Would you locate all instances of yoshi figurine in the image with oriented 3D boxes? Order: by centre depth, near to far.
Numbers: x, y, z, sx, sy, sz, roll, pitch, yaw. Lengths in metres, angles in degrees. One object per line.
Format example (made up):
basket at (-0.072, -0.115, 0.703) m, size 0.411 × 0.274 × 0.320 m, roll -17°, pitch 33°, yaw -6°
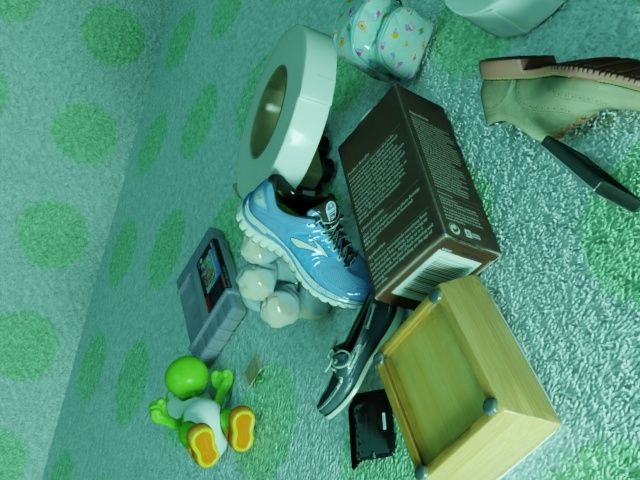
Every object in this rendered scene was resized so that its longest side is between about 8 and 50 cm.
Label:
yoshi figurine at (-0.298, 0.386, 1.774) m, size 0.203 × 0.203 × 0.362 m, roll -58°, pitch 28°, yaw -9°

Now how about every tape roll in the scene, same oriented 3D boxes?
tape roll at (0.347, -0.512, 1.311) m, size 0.286 × 0.100 × 0.286 m, roll -32°, pitch 49°, yaw 45°
tape roll at (-0.080, -0.261, 1.565) m, size 0.392 × 0.072 × 0.392 m, roll -164°, pitch 90°, yaw -70°

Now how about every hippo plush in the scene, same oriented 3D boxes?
hippo plush at (-0.111, 0.044, 1.600) m, size 0.237 × 0.234 × 0.294 m, roll -8°, pitch 68°, yaw 55°

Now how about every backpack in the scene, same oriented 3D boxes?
backpack at (0.126, -0.422, 1.521) m, size 0.144 × 0.188 × 0.165 m, roll 33°, pitch 102°, yaw 58°

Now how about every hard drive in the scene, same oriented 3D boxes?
hard drive at (0.380, -0.095, 1.042) m, size 0.022 × 0.094 × 0.135 m, roll -57°, pitch 34°, yaw 21°

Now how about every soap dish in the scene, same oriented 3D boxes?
soap dish at (0.205, 0.222, 1.126) m, size 0.229 × 0.118 × 0.291 m, roll -52°, pitch 37°, yaw 28°

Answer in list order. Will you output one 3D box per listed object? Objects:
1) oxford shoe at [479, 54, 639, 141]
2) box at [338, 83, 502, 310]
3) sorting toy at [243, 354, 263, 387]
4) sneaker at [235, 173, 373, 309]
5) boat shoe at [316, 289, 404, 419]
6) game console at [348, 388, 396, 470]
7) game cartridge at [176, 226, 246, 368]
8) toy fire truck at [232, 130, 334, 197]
oxford shoe at (0.383, -0.211, 1.117) m, size 0.348 × 0.123 × 0.130 m, roll 26°, pitch 123°, yaw 57°
box at (0.164, -0.079, 1.333) m, size 0.191 × 0.143 × 0.381 m, roll -46°, pitch 41°, yaw 36°
sorting toy at (-0.155, 0.317, 1.736) m, size 0.062 × 0.012 × 0.083 m, roll -55°, pitch 31°, yaw 16°
sneaker at (0.000, 0.000, 1.392) m, size 0.147 × 0.330 × 0.130 m, roll -51°, pitch 2°, yaw 34°
boat shoe at (0.057, 0.210, 1.358) m, size 0.254 × 0.079 × 0.095 m, roll -57°, pitch 13°, yaw 8°
game console at (0.091, 0.344, 1.341) m, size 0.107 × 0.071 × 0.122 m, roll -15°, pitch 57°, yaw 19°
game cartridge at (-0.308, 0.146, 2.024) m, size 0.230 × 0.068 × 0.355 m, roll -60°, pitch 33°, yaw 26°
toy fire truck at (-0.098, -0.165, 1.794) m, size 0.246 × 0.159 × 0.217 m, roll 121°, pitch 148°, yaw -41°
